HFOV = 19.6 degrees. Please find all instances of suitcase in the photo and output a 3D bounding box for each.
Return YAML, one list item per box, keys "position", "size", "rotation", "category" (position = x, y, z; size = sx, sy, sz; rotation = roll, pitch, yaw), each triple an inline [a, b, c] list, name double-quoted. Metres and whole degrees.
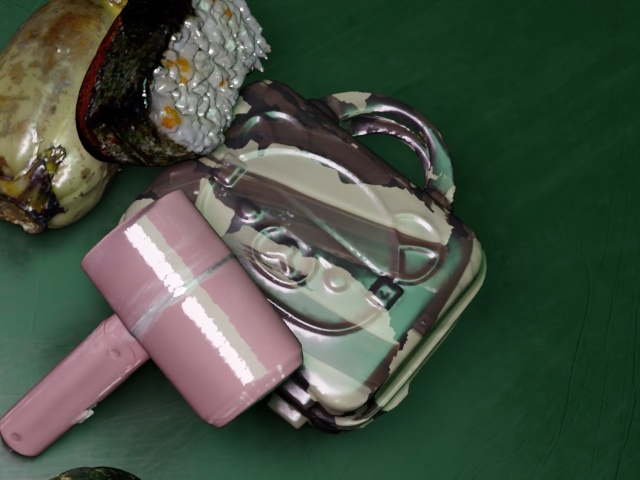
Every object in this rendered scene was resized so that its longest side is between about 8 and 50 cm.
- position: [0.000, 0.000, 1.966]
  size: [0.351, 0.194, 0.339]
  rotation: [38, 73, 9]
  category: "suitcase"

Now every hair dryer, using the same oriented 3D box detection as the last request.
- position: [-0.194, 0.132, 1.843]
  size: [0.210, 0.352, 0.125]
  rotation: [51, 30, 4]
  category: "hair dryer"

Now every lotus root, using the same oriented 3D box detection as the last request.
- position: [-0.263, -0.152, 1.968]
  size: [0.173, 0.173, 0.309]
  rotation: [28, 69, -6]
  category: "lotus root"

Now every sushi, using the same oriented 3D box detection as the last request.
- position: [-0.154, -0.172, 1.894]
  size: [0.136, 0.126, 0.225]
  rotation: [51, 51, -29]
  category: "sushi"

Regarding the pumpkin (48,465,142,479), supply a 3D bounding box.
- position: [-0.231, 0.318, 1.846]
  size: [0.190, 0.146, 0.190]
  rotation: [9, 77, -43]
  category: "pumpkin"
